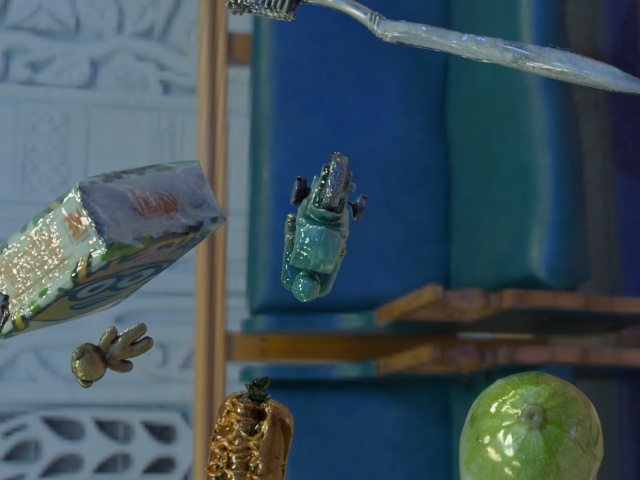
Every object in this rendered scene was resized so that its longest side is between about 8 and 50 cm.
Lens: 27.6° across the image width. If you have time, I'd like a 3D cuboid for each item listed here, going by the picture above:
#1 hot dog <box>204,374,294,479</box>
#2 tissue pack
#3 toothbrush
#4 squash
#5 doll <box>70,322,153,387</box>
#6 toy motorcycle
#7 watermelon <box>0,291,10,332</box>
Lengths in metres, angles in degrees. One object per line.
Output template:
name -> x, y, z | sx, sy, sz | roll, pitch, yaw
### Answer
hot dog -> -0.068, 0.209, 1.108 | 0.055, 0.072, 0.188 | -6, -73, -63
tissue pack -> -0.313, 0.011, 1.817 | 0.311, 0.228, 0.128 | -32, 80, 42
toothbrush -> 0.106, -0.185, 1.187 | 0.035, 0.413, 0.042 | 47, -121, -71
squash -> 0.181, 0.215, 1.138 | 0.370, 0.118, 0.118 | 77, -173, -61
doll -> -0.239, 0.132, 1.495 | 0.051, 0.093, 0.061 | -94, -14, -63
toy motorcycle -> 0.000, 0.001, 1.850 | 0.296, 0.109, 0.198 | 115, 169, -75
watermelon -> -0.499, 0.176, 1.512 | 0.231, 0.310, 0.193 | 59, 138, 18
